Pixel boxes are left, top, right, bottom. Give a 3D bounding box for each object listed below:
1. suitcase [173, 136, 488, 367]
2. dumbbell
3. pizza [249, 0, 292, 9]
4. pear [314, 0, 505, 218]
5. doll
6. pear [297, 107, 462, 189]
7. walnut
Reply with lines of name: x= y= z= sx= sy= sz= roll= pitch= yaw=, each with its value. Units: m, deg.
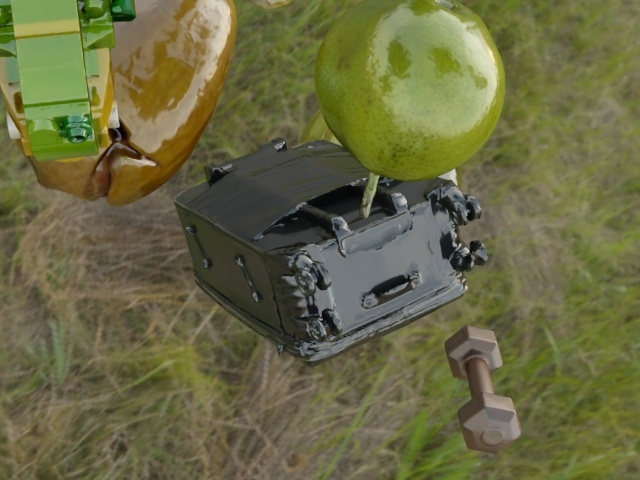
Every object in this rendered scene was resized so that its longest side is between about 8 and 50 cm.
suitcase: x=0.000 y=0.000 z=1.474 sx=0.283 sy=0.434 sz=0.194 roll=-23 pitch=116 yaw=-22
dumbbell: x=0.240 y=0.219 z=1.688 sx=0.082 sy=0.092 sz=0.231 roll=39 pitch=23 yaw=-21
pizza: x=-0.030 y=-0.301 z=0.747 sx=0.085 sy=0.161 sz=0.305 roll=4 pitch=80 yaw=-26
pear: x=0.073 y=-0.125 z=1.056 sx=0.166 sy=0.216 sz=0.180 roll=-7 pitch=37 yaw=-45
doll: x=-0.168 y=-0.141 z=0.698 sx=0.106 sy=0.134 sz=0.186 roll=-7 pitch=96 yaw=-10
pear: x=0.090 y=-0.113 z=1.826 sx=0.269 sy=0.269 sz=0.321 roll=0 pitch=39 yaw=-34
walnut: x=-0.205 y=-0.193 z=1.277 sx=0.209 sy=0.209 sz=0.336 roll=34 pitch=78 yaw=-16
